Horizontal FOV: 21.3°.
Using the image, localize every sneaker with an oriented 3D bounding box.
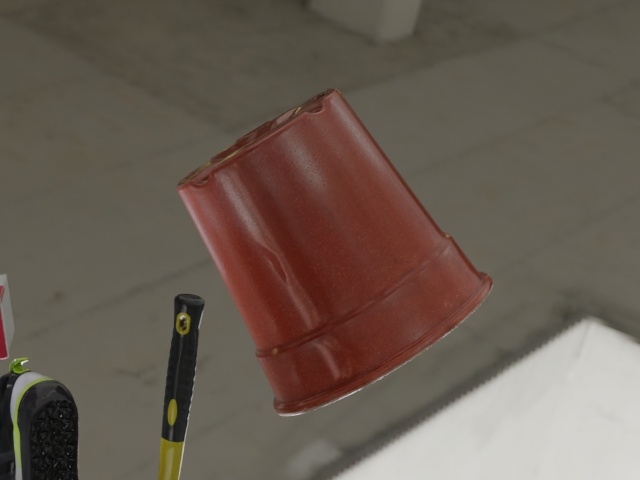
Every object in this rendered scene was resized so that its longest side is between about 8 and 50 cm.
[{"bbox_3d":[-0.297,0.231,1.721,0.084,0.234,0.097,-6,-156,-44],"label":"sneaker"}]

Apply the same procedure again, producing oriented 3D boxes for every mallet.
[{"bbox_3d":[-0.097,0.122,1.016,0.062,0.189,0.039,6,-167,20],"label":"mallet"}]

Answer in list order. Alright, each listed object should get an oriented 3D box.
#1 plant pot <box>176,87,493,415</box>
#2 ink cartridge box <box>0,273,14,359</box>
[{"bbox_3d":[0.000,0.000,1.800,0.265,0.272,0.272,59,-151,-7],"label":"plant pot"},{"bbox_3d":[-0.376,0.082,1.642,0.151,0.063,0.109,-7,-167,-6],"label":"ink cartridge box"}]
